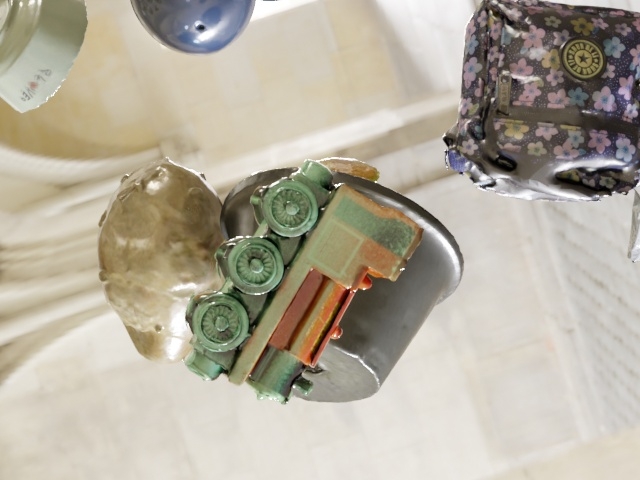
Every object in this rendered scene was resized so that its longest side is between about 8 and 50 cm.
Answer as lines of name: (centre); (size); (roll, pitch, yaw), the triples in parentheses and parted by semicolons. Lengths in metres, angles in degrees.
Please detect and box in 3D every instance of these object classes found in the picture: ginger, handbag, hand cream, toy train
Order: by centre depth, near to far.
toy train: (-0.019, 0.034, 0.920); (0.118, 0.176, 0.074); (30, 173, -7)
handbag: (0.241, -0.139, 1.326); (0.127, 0.228, 0.208); (123, 154, -73)
hand cream: (0.378, -0.015, 1.551); (0.030, 0.019, 0.093); (-102, 9, -61)
ginger: (-0.129, 0.020, 1.569); (0.304, 0.155, 0.245); (-7, -80, -52)

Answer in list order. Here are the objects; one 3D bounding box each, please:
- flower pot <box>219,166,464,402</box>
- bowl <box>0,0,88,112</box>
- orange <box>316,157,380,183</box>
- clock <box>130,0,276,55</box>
flower pot: (0.004, 0.063, 1.342); (0.269, 0.268, 0.166); (72, -152, -53)
bowl: (-0.471, -0.319, 2.045); (0.112, 0.211, 0.211); (28, -150, -37)
orange: (-0.005, -0.002, 1.823); (0.179, 0.158, 0.237); (-105, 18, -47)
clock: (-0.122, -0.323, 1.497); (0.200, 0.243, 0.146); (53, -140, 6)
